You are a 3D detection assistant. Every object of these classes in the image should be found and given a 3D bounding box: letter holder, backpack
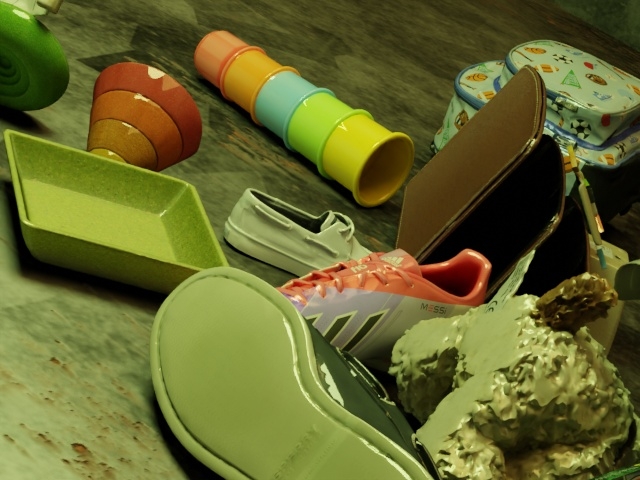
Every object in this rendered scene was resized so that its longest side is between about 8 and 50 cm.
[{"bbox_3d":[0.200,-0.034,1.551,0.152,0.214,0.302,39,19,-8],"label":"letter holder"},{"bbox_3d":[0.289,-0.140,1.997,0.263,0.213,0.276,23,20,25],"label":"backpack"}]

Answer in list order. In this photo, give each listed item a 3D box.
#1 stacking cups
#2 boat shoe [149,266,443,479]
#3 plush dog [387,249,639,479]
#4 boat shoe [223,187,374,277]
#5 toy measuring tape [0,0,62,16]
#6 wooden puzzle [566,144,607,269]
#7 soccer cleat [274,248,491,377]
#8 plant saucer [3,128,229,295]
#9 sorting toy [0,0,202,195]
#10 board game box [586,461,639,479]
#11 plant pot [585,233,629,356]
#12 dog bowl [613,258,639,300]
[{"bbox_3d":[-0.033,-0.158,1.803,0.316,0.096,0.096,38,23,32],"label":"stacking cups"},{"bbox_3d":[-0.005,0.140,1.088,0.340,0.127,0.113,35,-8,45],"label":"boat shoe"},{"bbox_3d":[0.194,0.156,1.206,0.225,0.210,0.262,47,15,-20],"label":"plush dog"},{"bbox_3d":[0.000,0.000,1.494,0.184,0.063,0.066,23,20,-7],"label":"boat shoe"},{"bbox_3d":[-0.375,-0.269,1.556,0.121,0.121,0.330,9,1,-38],"label":"toy measuring tape"},{"bbox_3d":[0.276,-0.035,1.575,0.014,0.116,0.078,-16,19,11],"label":"wooden puzzle"},{"bbox_3d":[0.023,0.056,1.306,0.318,0.116,0.108,3,29,-46],"label":"soccer cleat"},{"bbox_3d":[-0.186,-0.016,1.343,0.188,0.045,0.188,16,22,-24],"label":"plant saucer"},{"bbox_3d":[-0.301,-0.135,1.473,0.365,0.127,0.126,24,50,5],"label":"sorting toy"},{"bbox_3d":[0.220,0.228,1.076,0.030,0.136,0.259,-8,0,44],"label":"board game box"},{"bbox_3d":[0.276,0.048,1.652,0.109,0.096,0.109,24,20,0],"label":"plant pot"},{"bbox_3d":[0.360,0.148,1.193,0.349,0.102,0.349,62,-4,7],"label":"dog bowl"}]
